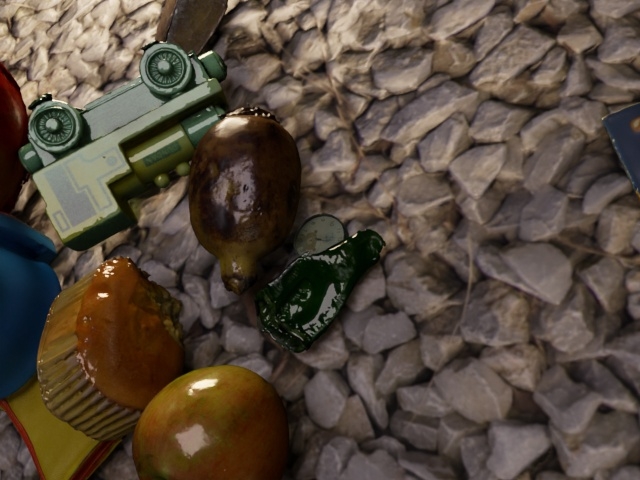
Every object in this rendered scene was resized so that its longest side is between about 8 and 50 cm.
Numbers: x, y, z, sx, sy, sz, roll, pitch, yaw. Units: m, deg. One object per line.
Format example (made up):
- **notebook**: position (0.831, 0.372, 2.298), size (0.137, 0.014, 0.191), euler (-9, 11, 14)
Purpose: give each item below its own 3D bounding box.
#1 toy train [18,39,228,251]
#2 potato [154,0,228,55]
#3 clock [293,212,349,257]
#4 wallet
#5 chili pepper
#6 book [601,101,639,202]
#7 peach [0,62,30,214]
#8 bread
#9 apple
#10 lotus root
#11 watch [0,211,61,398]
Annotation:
- **toy train**: position (-0.297, -0.167, 1.147), size (0.369, 0.150, 0.237), euler (-29, 87, -3)
- **potato**: position (-0.237, -0.413, 1.292), size (0.120, 0.100, 0.261), euler (12, 86, 68)
- **clock**: position (0.000, 0.000, 1.021), size (0.085, 0.017, 0.085), euler (-9, 64, 20)
- **wallet**: position (-0.395, 0.261, 1.055), size (0.141, 0.067, 0.241), euler (-50, 53, 1)
- **chili pepper**: position (0.004, 0.066, 0.966), size (0.216, 0.062, 0.108), euler (-40, 76, 1)
- **book**: position (0.541, -0.021, 0.779), size (0.300, 0.039, 0.427), euler (-20, 61, 14)
- **peach**: position (-0.680, -0.153, 1.183), size (0.417, 0.353, 0.339), euler (-21, 34, 46)
- **bread**: position (-0.280, 0.145, 0.976), size (0.133, 0.179, 0.250), euler (-36, 35, 27)
- **apple**: position (-0.129, 0.249, 0.864), size (0.196, 0.196, 0.195), euler (-10, 64, 20)
- **lotus root**: position (-0.112, -0.074, 1.031), size (0.169, 0.141, 0.314), euler (-12, 64, 23)
- **watch**: position (-0.564, 0.117, 1.082), size (0.305, 0.241, 0.274), euler (-34, 56, 17)
